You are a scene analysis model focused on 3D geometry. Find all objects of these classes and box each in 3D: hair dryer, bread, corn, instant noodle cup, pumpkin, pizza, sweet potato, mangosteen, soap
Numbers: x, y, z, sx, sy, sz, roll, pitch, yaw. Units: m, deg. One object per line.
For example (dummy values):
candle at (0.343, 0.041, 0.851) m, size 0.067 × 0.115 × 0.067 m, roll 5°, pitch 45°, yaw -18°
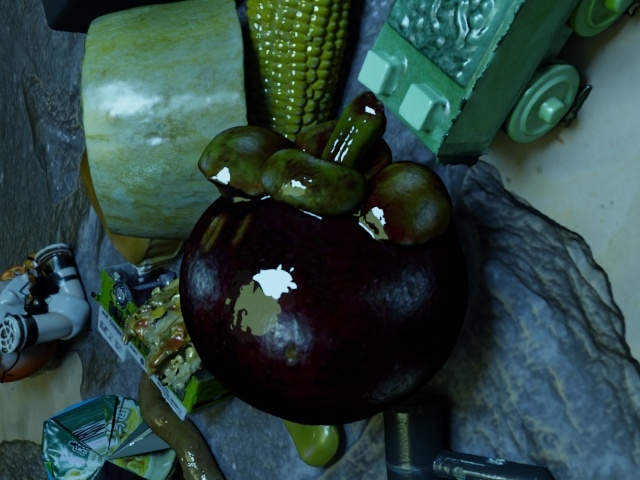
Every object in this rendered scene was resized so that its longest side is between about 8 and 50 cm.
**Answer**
hair dryer at (0.166, 0.244, 0.866) m, size 0.219 × 0.071 × 0.125 m, roll 1°, pitch 97°, yaw 40°
bread at (-0.316, -0.073, 1.306) m, size 0.241 × 0.107 × 0.136 m, roll 55°, pitch 134°, yaw 27°
corn at (-0.032, -0.238, 0.959) m, size 0.130 × 0.130 × 0.347 m, roll 33°, pitch 124°, yaw 39°
instant noodle cup at (-0.371, 0.414, 1.358) m, size 0.240 × 0.240 × 0.178 m, roll 44°, pitch 131°, yaw 34°
pumpkin at (-0.203, -0.155, 1.012) m, size 0.332 × 0.199 × 0.333 m, roll 177°, pitch 90°, yaw -74°
pizza at (-0.200, 0.106, 1.075) m, size 0.251 × 0.288 × 0.074 m, roll -26°, pitch 110°, yaw 37°
sweet potato at (-0.255, 0.315, 1.330) m, size 0.281 × 0.059 × 0.067 m, roll 42°, pitch 115°, yaw 34°
mangosteen at (0.005, 0.018, 0.815) m, size 0.306 × 0.306 × 0.347 m, roll 29°, pitch 127°, yaw 41°
soap at (-0.021, 0.241, 1.075) m, size 0.140 × 0.045 × 0.089 m, roll 57°, pitch 135°, yaw 23°

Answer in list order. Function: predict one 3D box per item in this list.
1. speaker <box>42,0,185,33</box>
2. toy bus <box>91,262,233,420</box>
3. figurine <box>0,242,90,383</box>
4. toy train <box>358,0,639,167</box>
speaker at (-0.225, -0.398, 1.050) m, size 0.232 × 0.253 × 0.184 m, roll -28°, pitch 75°, yaw 45°
toy bus at (-0.255, 0.162, 1.275) m, size 0.301 × 0.113 × 0.139 m, roll 40°, pitch 127°, yaw 35°
figurine at (-0.617, 0.173, 1.601) m, size 0.323 × 0.196 × 0.320 m, roll -29°, pitch 32°, yaw 37°
toy train at (0.165, -0.203, 0.706) m, size 0.159 × 0.188 × 0.272 m, roll 51°, pitch 131°, yaw 31°
